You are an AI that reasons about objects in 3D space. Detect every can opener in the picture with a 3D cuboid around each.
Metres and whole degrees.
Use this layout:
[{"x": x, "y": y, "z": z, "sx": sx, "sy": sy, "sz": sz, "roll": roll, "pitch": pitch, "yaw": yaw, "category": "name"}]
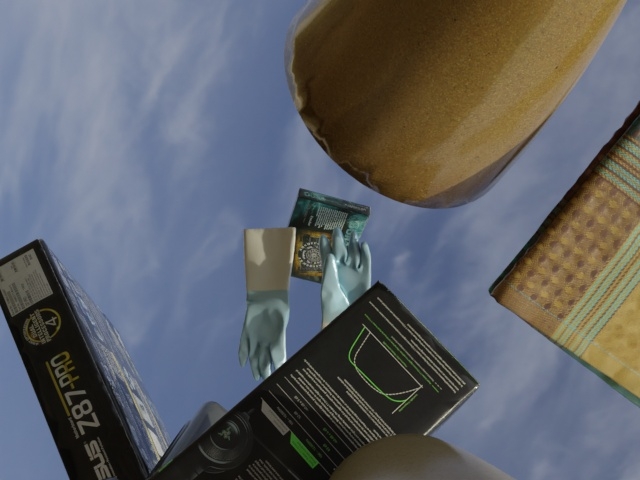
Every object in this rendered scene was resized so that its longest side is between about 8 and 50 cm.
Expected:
[{"x": -0.178, "y": 0.256, "z": 1.002, "sx": 0.093, "sy": 0.280, "sz": 0.074, "roll": 44, "pitch": -65, "yaw": 1, "category": "can opener"}]

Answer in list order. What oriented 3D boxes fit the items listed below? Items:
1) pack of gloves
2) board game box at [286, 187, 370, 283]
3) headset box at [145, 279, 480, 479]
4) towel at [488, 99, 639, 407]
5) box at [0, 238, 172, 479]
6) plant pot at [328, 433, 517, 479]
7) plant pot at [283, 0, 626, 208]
[{"x": -0.028, "y": 0.091, "z": 1.294, "sx": 0.195, "sy": 0.046, "sz": 0.231, "roll": -1, "pitch": -99, "yaw": 16, "category": "pack of gloves"}, {"x": 0.000, "y": 0.000, "z": 1.582, "sx": 0.026, "sy": 0.126, "sz": 0.186, "roll": -83, "pitch": -170, "yaw": -47, "category": "board game box"}, {"x": -0.015, "y": 0.206, "z": 0.861, "sx": 0.283, "sy": 0.246, "sz": 0.131, "roll": -40, "pitch": -104, "yaw": -15, "category": "headset box"}, {"x": 0.357, "y": 0.039, "z": 0.781, "sx": 0.271, "sy": 0.370, "sz": 0.040, "roll": -53, "pitch": -162, "yaw": 9, "category": "towel"}, {"x": -0.293, "y": 0.228, "z": 1.259, "sx": 0.097, "sy": 0.318, "sz": 0.394, "roll": -31, "pitch": -119, "yaw": -6, "category": "box"}, {"x": 0.081, "y": 0.244, "z": 0.582, "sx": 0.274, "sy": 0.257, "sz": 0.256, "roll": -113, "pitch": -135, "yaw": -70, "category": "plant pot"}, {"x": 0.128, "y": -0.185, "z": 0.730, "sx": 0.254, "sy": 0.237, "sz": 0.237, "roll": -43, "pitch": -123, "yaw": 54, "category": "plant pot"}]
